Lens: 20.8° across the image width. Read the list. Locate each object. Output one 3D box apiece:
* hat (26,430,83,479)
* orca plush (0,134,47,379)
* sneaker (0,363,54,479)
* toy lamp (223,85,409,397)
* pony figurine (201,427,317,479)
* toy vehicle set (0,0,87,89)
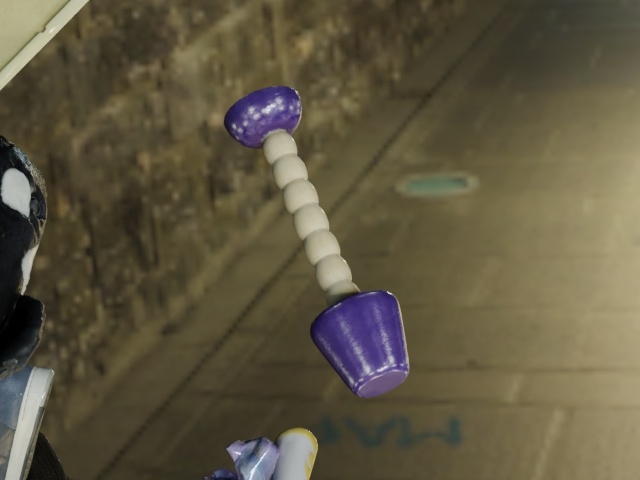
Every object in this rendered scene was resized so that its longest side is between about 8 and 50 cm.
[{"bbox_3d":[-0.371,0.393,2.338,0.134,0.331,0.331,0,10,-43],"label":"hat"},{"bbox_3d":[-0.233,0.033,0.794,0.151,0.102,0.287,26,58,37],"label":"orca plush"},{"bbox_3d":[-0.392,0.220,1.898,0.163,0.226,0.086,15,19,-6],"label":"sneaker"},{"bbox_3d":[0.000,0.000,1.437,0.080,0.275,0.080,-20,-24,-9],"label":"toy lamp"},{"bbox_3d":[-0.038,0.347,1.479,0.302,0.351,0.363,-15,41,17],"label":"pony figurine"},{"bbox_3d":[-0.197,-0.206,1.052,0.267,0.166,0.035,-49,13,-18],"label":"toy vehicle set"}]
